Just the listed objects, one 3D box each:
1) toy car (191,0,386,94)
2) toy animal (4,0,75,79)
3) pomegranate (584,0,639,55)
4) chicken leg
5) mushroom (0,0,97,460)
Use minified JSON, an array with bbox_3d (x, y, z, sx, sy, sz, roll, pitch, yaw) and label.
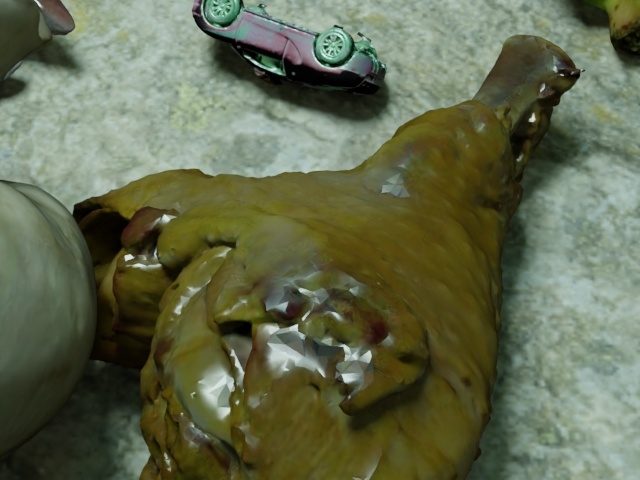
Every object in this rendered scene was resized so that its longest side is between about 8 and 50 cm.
[{"bbox_3d":[-0.024,-0.131,0.922,0.142,0.069,0.055,22,96,16],"label":"toy car"},{"bbox_3d":[-0.297,-0.181,0.943,0.195,0.090,0.324,-23,58,-15],"label":"toy animal"},{"bbox_3d":[0.214,-0.222,0.946,0.143,0.122,0.169,10,45,-28],"label":"pomegranate"},{"bbox_3d":[0.000,0.000,0.777,0.295,0.182,0.409,14,49,31],"label":"chicken leg"},{"bbox_3d":[-0.252,-0.023,0.684,0.298,0.297,0.290,12,88,10],"label":"mushroom"}]
